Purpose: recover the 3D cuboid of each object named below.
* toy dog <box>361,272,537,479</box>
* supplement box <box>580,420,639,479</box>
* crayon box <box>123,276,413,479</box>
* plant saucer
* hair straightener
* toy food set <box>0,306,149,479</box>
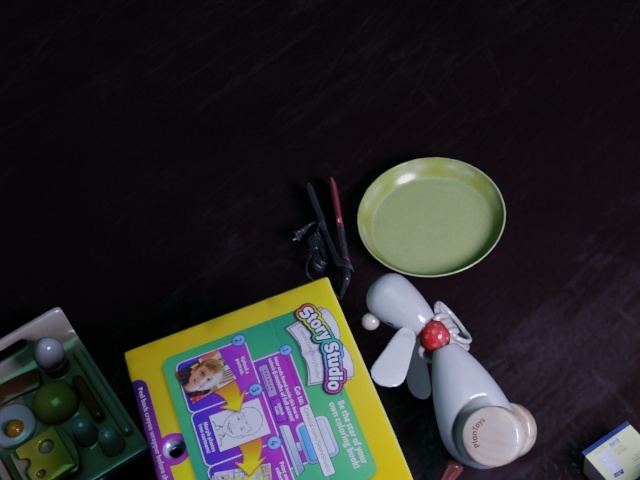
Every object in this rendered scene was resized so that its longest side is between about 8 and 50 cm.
[{"bbox_3d":[0.161,0.219,1.742,0.161,0.220,0.334,-43,49,9],"label":"toy dog"},{"bbox_3d":[0.421,0.314,1.700,0.083,0.056,0.083,-31,56,-13],"label":"supplement box"},{"bbox_3d":[-0.070,0.262,1.659,0.313,0.106,0.363,-20,53,-4],"label":"crayon box"},{"bbox_3d":[0.181,-0.032,1.999,0.241,0.037,0.241,-4,54,5],"label":"plant saucer"},{"bbox_3d":[0.000,0.000,2.008,0.089,0.047,0.230,-12,58,1],"label":"hair straightener"},{"bbox_3d":[-0.421,0.263,1.850,0.220,0.092,0.306,-31,55,-14],"label":"toy food set"}]
